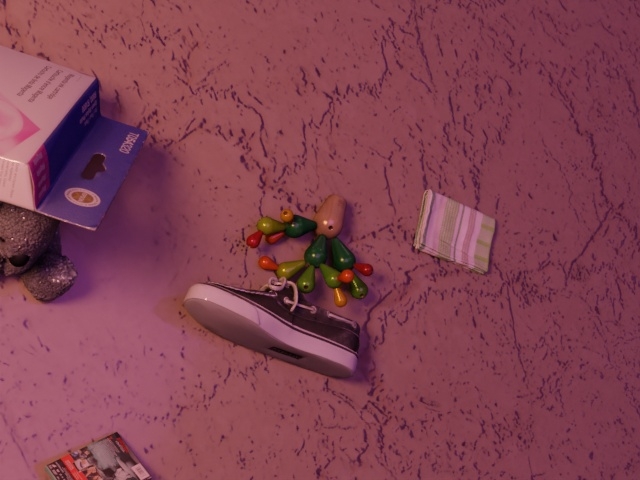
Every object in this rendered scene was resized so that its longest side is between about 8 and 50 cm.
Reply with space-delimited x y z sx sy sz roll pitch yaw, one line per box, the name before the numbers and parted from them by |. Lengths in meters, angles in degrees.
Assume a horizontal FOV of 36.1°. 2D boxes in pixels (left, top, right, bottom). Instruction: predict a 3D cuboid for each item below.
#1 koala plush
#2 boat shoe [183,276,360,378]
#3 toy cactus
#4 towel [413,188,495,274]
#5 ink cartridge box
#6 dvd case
koala plush | -0.402 -0.037 1.280 0.196 0.221 0.203 5 77 -26
boat shoe | -0.063 0.111 1.487 0.306 0.113 0.105 24 63 -24
toy cactus | 0.000 0.000 1.558 0.219 0.112 0.180 28 58 -10
towel | 0.239 -0.015 1.717 0.152 0.023 0.113 21 71 -22
ink cartridge box | -0.398 -0.156 1.242 0.330 0.071 0.324 16 27 -7
dvd case | -0.301 0.316 1.335 0.087 0.013 0.119 46 40 20
